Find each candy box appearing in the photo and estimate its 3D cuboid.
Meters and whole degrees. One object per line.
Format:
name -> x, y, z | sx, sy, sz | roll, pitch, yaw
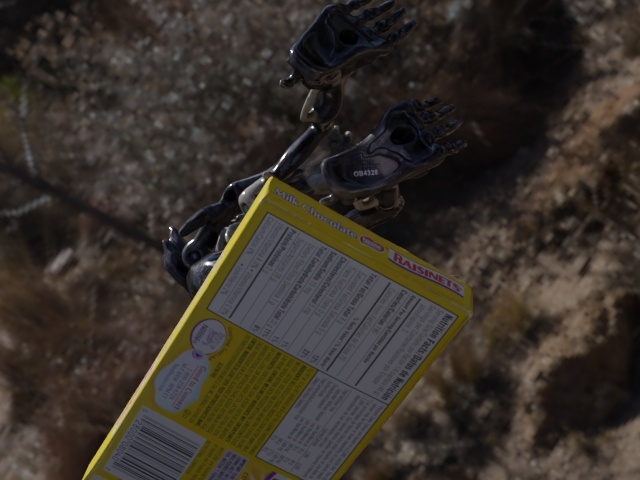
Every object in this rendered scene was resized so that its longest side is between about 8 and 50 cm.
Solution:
candy box -> -0.027, 0.073, 0.617 | 0.206, 0.105, 0.027 | -55, 13, 32

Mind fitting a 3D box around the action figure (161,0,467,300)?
action figure -> 0.000, 0.000, 0.774 | 0.141, 0.164, 0.275 | -15, -28, -33
